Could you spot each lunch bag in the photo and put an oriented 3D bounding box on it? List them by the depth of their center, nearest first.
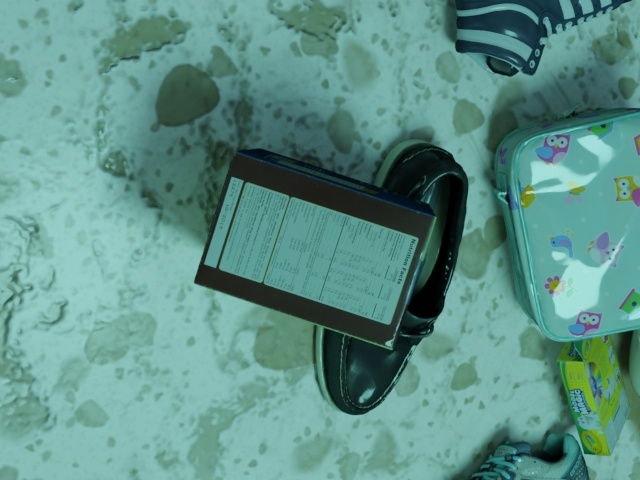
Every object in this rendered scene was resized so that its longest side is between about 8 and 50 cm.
[{"bbox_3d":[0.329,-0.025,1.350,0.224,0.108,0.279,-12,102,2],"label":"lunch bag"}]

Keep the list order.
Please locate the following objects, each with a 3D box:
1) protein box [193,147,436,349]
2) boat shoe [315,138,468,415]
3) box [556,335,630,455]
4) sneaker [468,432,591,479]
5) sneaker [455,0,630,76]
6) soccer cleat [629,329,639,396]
[{"bbox_3d":[0.000,0.000,1.131,0.201,0.200,0.136,19,96,1],"label":"protein box"},{"bbox_3d":[0.094,0.056,1.282,0.127,0.113,0.340,19,95,-30],"label":"boat shoe"},{"bbox_3d":[0.360,0.183,1.463,0.105,0.043,0.179,-47,126,-47],"label":"box"},{"bbox_3d":[0.231,0.325,1.445,0.283,0.110,0.122,-12,97,-31],"label":"sneaker"},{"bbox_3d":[0.280,-0.265,1.293,0.282,0.099,0.153,0,99,-19],"label":"sneaker"},{"bbox_3d":[0.448,0.046,1.469,0.143,0.116,0.331,16,93,-15],"label":"soccer cleat"}]
